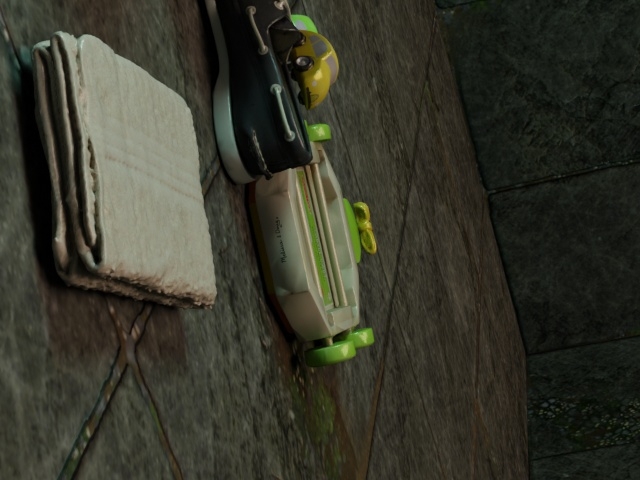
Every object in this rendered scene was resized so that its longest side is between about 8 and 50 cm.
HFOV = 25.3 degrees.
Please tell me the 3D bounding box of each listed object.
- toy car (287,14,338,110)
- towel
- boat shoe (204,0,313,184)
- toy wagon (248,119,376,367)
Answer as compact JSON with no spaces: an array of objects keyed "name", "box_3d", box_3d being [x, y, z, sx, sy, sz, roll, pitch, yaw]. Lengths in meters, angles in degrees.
[{"name":"toy car","box_3d":[-0.024,-0.254,1.682,0.225,0.053,0.239,107,-29,-81]},{"name":"towel","box_3d":[-0.148,-0.045,1.107,0.282,0.049,0.187,31,50,-74]},{"name":"boat shoe","box_3d":[-0.064,-0.206,1.505,0.114,0.091,0.302,39,41,-70]},{"name":"toy wagon","box_3d":[0.000,0.000,1.652,0.344,0.068,0.267,-11,90,-78]}]
